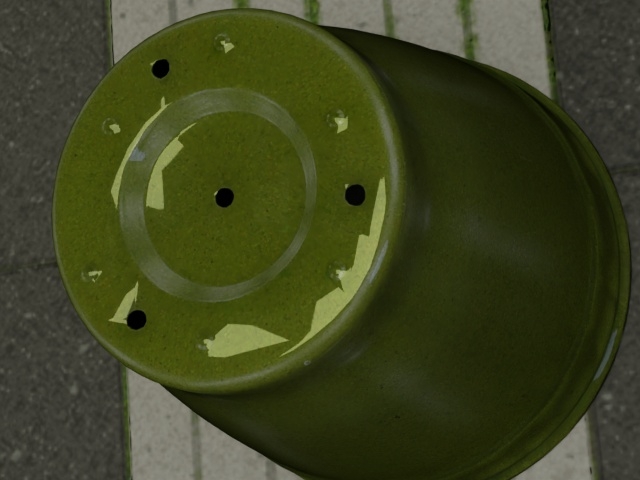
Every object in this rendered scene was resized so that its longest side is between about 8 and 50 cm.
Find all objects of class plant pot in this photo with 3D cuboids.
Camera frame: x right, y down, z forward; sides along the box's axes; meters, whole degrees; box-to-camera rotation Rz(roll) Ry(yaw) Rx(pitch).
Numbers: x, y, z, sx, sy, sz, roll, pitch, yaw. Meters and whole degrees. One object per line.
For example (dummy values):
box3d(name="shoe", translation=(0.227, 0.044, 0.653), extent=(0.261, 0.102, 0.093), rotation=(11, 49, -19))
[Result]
box3d(name="plant pot", translation=(0.000, 0.000, 1.056), extent=(0.366, 0.353, 0.366), rotation=(-4, 79, 22))
